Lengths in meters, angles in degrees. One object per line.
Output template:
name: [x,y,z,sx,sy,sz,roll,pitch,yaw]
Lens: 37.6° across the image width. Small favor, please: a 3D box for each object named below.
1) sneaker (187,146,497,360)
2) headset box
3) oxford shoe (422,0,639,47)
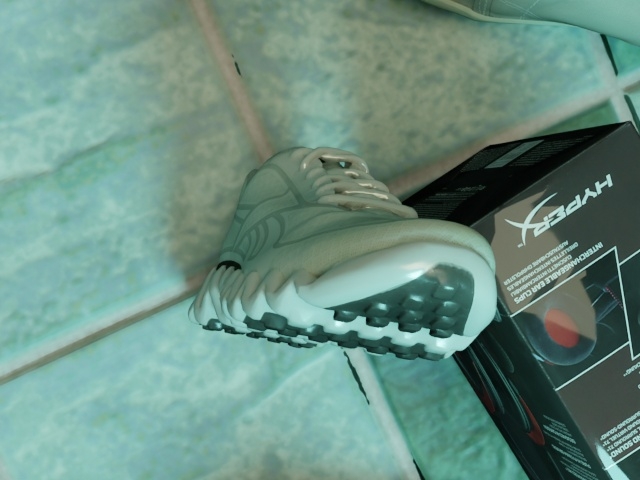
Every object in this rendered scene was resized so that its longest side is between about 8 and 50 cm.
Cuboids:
sneaker: [0.000,0.000,0.511,0.110,0.292,0.118,16,82,-21]
headset box: [0.169,0.085,0.572,0.110,0.218,0.293,-33,97,-6]
oxford shoe: [0.193,-0.204,0.608,0.449,0.130,0.169,20,91,-8]
